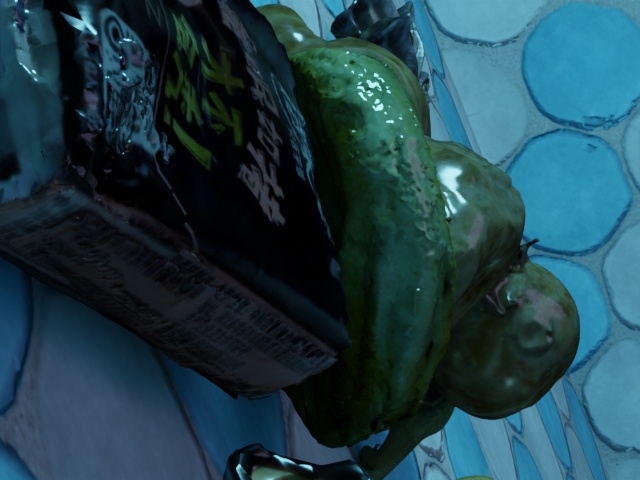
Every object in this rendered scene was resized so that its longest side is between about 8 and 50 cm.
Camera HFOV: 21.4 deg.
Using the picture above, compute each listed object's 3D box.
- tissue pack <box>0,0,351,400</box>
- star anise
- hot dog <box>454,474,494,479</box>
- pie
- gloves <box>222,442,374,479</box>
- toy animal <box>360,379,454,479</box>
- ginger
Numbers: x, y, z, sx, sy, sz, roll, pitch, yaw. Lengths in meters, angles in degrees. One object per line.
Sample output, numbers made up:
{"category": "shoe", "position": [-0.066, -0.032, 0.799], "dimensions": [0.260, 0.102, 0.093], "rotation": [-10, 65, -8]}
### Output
{"category": "tissue pack", "position": [-0.102, -0.062, 0.913], "dimensions": [0.332, 0.123, 0.245], "rotation": [40, 35, -61]}
{"category": "star anise", "position": [0.065, -0.148, 1.792], "dimensions": [0.223, 0.109, 0.236], "rotation": [45, 41, -74]}
{"category": "hot dog", "position": [0.102, 0.285, 1.136], "dimensions": [0.150, 0.153, 0.256], "rotation": [43, -20, 40]}
{"category": "pie", "position": [0.000, 0.000, 1.127], "dimensions": [0.277, 0.078, 0.277], "rotation": [19, -69, 61]}
{"category": "gloves", "position": [0.000, 0.224, 0.857], "dimensions": [0.142, 0.119, 0.285], "rotation": [-30, 120, -42]}
{"category": "toy animal", "position": [0.078, 0.111, 1.438], "dimensions": [0.218, 0.101, 0.103], "rotation": [-63, 131, -73]}
{"category": "ginger", "position": [0.048, -0.032, 1.319], "dimensions": [0.375, 0.176, 0.256], "rotation": [53, 8, 22]}
